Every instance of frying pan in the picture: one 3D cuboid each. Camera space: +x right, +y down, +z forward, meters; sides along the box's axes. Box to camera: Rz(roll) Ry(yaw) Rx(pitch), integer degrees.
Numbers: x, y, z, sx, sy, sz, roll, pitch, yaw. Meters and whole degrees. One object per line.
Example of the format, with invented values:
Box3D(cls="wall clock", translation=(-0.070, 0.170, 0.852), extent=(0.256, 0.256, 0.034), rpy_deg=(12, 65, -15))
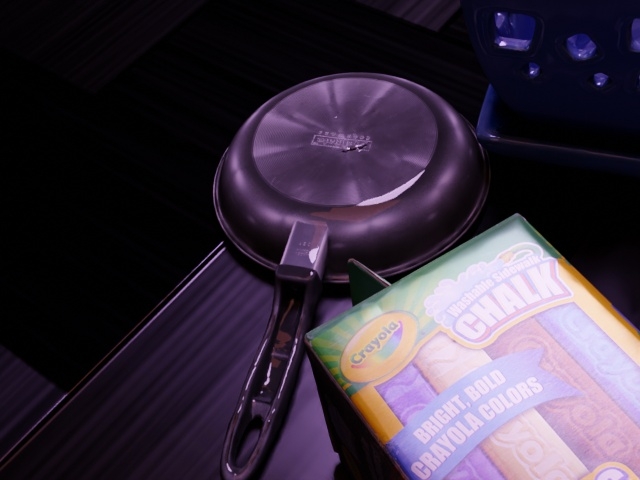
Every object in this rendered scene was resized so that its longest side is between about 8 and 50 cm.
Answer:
Box3D(cls="frying pan", translation=(-0.021, -0.014, 0.645), extent=(0.197, 0.053, 0.326), rpy_deg=(28, 58, 30))

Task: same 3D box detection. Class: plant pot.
Box3D(cls="plant pot", translation=(0.220, -0.168, 0.616), extent=(0.235, 0.212, 0.236), rpy_deg=(11, 54, 17))

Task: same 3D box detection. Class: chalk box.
Box3D(cls="chalk box", translation=(0.083, 0.089, 0.482), extent=(0.132, 0.132, 0.213), rpy_deg=(-28, 53, -12))
